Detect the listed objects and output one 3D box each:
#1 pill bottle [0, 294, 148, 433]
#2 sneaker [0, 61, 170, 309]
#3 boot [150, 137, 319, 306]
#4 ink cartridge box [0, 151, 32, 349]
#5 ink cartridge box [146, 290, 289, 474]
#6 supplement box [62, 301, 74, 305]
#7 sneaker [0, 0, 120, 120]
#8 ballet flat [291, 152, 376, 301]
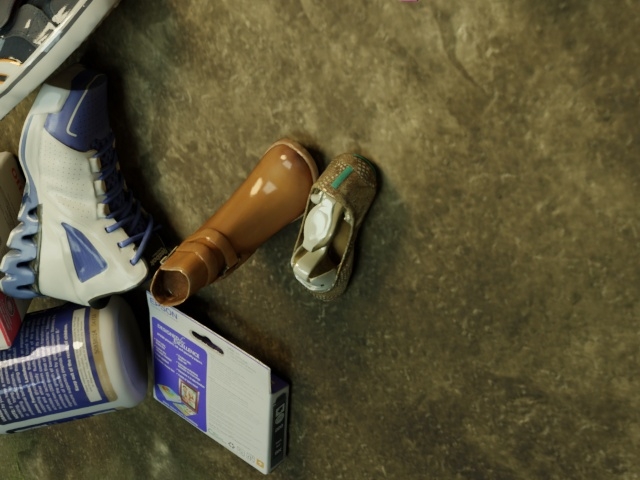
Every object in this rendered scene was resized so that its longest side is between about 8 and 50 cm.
[{"bbox_3d":[-0.375,0.171,1.343,0.265,0.153,0.153,-13,118,2],"label":"pill bottle"},{"bbox_3d":[-0.257,-0.042,1.201,0.182,0.127,0.315,19,120,1],"label":"sneaker"},{"bbox_3d":[-0.087,-0.010,1.021,0.073,0.152,0.197,45,141,8],"label":"boot"},{"bbox_3d":[-0.443,0.013,1.315,0.100,0.237,0.172,-11,118,5],"label":"ink cartridge box"},{"bbox_3d":[-0.131,0.173,1.292,0.206,0.045,0.208,29,137,25],"label":"ink cartridge box"},{"bbox_3d":[-0.365,0.141,1.465,0.083,0.083,0.056,56,142,-7],"label":"supplement box"},{"bbox_3d":[-0.337,-0.217,1.081,0.321,0.126,0.127,-29,114,37],"label":"sneaker"},{"bbox_3d":[0.000,0.000,1.012,0.073,0.067,0.206,33,138,19],"label":"ballet flat"}]
